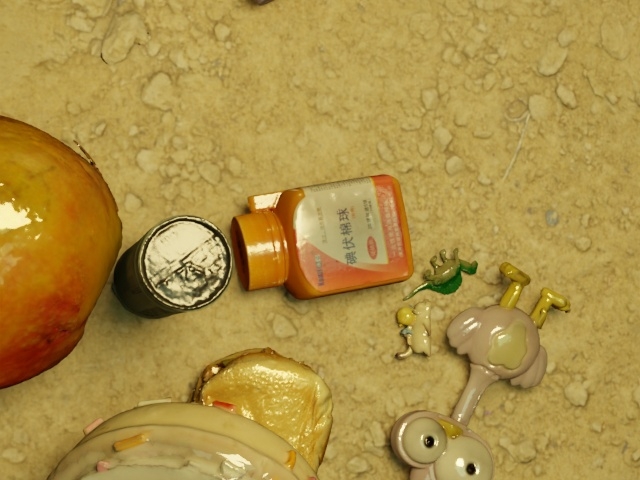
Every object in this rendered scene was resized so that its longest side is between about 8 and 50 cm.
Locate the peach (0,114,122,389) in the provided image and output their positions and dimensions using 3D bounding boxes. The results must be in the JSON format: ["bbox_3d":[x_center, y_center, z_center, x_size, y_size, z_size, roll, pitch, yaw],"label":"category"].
[{"bbox_3d":[-0.426,0.003,1.344,0.372,0.290,0.373,1,86,-10],"label":"peach"}]

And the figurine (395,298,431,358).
[{"bbox_3d":[0.130,0.123,1.601,0.050,0.047,0.083,0,84,-3],"label":"figurine"}]

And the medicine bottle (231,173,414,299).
[{"bbox_3d":[0.000,0.000,1.535,0.222,0.112,0.149,-10,91,-14],"label":"medicine bottle"}]

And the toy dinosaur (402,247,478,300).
[{"bbox_3d":[0.170,0.056,1.621,0.119,0.029,0.060,-40,114,-9],"label":"toy dinosaur"}]

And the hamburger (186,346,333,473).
[{"bbox_3d":[-0.080,0.245,1.512,0.213,0.108,0.214,1,87,-13],"label":"hamburger"}]

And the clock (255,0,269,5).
[{"bbox_3d":[-0.007,-0.389,1.522,0.198,0.172,0.064,-27,99,25],"label":"clock"}]

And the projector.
[{"bbox_3d":[-0.184,0.039,1.377,0.108,0.337,0.108,1,85,-14],"label":"projector"}]

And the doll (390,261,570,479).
[{"bbox_3d":[0.210,0.214,1.588,0.160,0.094,0.365,32,80,-16],"label":"doll"}]

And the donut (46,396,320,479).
[{"bbox_3d":[-0.151,0.348,1.397,0.382,0.142,0.383,6,125,8],"label":"donut"}]
